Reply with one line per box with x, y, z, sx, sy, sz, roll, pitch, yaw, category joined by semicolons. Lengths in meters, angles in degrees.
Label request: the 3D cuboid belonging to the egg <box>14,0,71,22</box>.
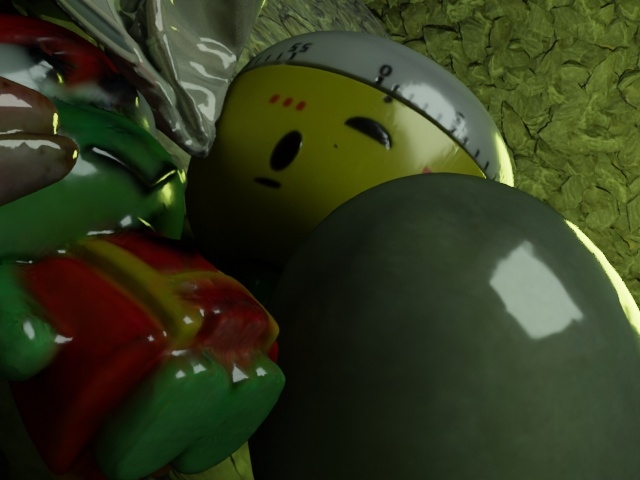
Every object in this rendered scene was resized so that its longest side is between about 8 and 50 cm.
-0.180;-0.360;0.845;0.345;0.345;0.428;44;36;-18;egg

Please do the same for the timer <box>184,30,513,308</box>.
0.000;0.000;0.784;0.285;0.285;0.285;43;20;-20;timer

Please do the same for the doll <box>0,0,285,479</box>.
-0.164;-0.028;0.528;0.183;0.160;0.363;4;46;-56;doll

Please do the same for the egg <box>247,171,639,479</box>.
0.087;0.125;0.609;0.258;0.259;0.352;-90;171;-62;egg

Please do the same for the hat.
-0.128;-0.183;0.651;0.226;0.164;0.219;27;70;-22;hat

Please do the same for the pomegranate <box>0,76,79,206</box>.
-0.202;-0.023;0.300;0.248;0.214;0.214;-11;53;-20;pomegranate
